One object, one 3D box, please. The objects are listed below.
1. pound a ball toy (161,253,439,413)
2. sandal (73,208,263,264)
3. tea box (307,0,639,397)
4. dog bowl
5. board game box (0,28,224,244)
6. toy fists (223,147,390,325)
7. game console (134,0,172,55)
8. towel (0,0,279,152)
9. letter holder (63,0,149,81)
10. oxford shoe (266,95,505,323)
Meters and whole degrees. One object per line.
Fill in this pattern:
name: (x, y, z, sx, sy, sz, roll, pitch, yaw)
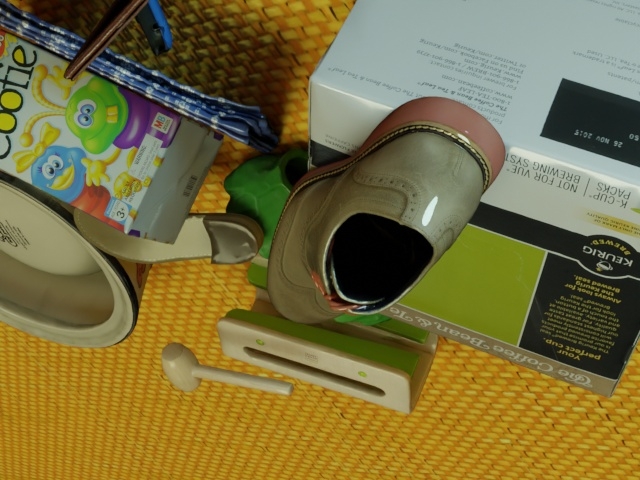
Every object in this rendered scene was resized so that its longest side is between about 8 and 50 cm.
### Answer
pound a ball toy: (-0.024, 0.156, 1.534, 0.319, 0.208, 0.136, 15, 146, 17)
sandal: (-0.175, -0.023, 1.404, 0.240, 0.079, 0.088, 7, 122, 17)
tea box: (0.176, -0.064, 1.077, 0.329, 0.220, 0.323, 20, 146, 12)
dog bowl: (-0.406, -0.029, 1.598, 0.408, 0.150, 0.408, 18, 147, 12)
board game box: (-0.277, -0.121, 1.307, 0.275, 0.144, 0.142, 26, -178, 15)
toy fists: (0.000, 0.000, 1.409, 0.279, 0.096, 0.142, 43, 138, -22)
game console: (-0.288, -0.316, 1.086, 0.173, 0.250, 0.293, -25, 136, -2)
towel: (-0.201, -0.183, 1.249, 0.336, 0.040, 0.243, 26, -178, 2)
letter holder: (-0.150, -0.301, 0.898, 0.152, 0.302, 0.214, 37, 146, -16)
oxford shoe: (0.019, 0.009, 0.968, 0.123, 0.130, 0.348, 33, 147, -5)
